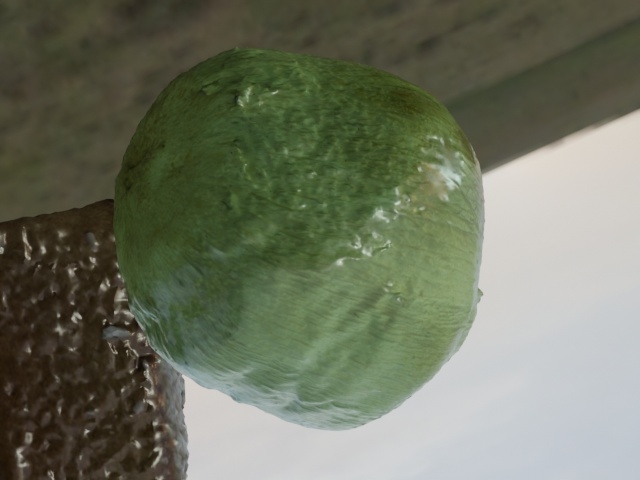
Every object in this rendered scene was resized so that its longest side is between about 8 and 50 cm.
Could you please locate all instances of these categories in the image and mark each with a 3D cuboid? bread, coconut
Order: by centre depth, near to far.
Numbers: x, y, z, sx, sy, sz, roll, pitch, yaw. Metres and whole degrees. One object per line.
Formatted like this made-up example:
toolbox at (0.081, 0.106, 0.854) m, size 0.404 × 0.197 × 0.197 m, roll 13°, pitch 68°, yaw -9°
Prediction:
coconut at (0.000, 0.000, 0.399) m, size 0.096 × 0.088 × 0.088 m, roll 16°, pitch 156°, yaw -31°
bread at (-0.152, 0.087, 1.041) m, size 0.113 × 0.165 × 0.416 m, roll -9°, pitch 174°, yaw -10°
